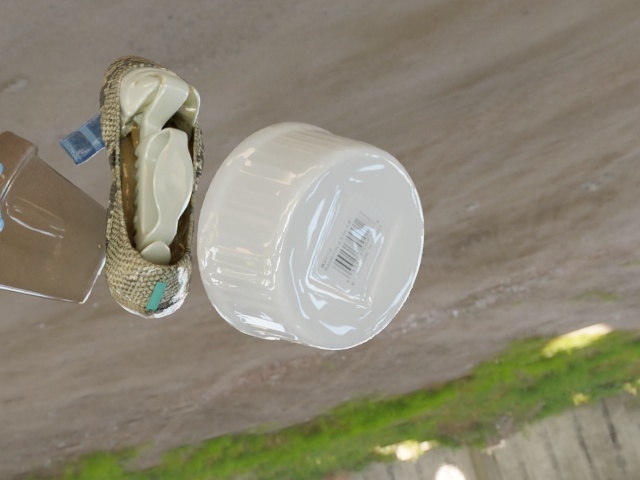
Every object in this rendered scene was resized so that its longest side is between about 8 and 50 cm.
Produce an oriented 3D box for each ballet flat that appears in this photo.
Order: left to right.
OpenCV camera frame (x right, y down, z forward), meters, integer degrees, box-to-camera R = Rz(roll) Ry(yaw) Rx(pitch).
[{"bbox_3d":[-0.237,-0.126,1.450,0.164,0.483,0.182,8,147,-22],"label":"ballet flat"}]

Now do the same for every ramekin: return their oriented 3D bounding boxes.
[{"bbox_3d":[0.000,0.000,1.194,0.277,0.277,0.135,-1,-169,-42],"label":"ramekin"}]

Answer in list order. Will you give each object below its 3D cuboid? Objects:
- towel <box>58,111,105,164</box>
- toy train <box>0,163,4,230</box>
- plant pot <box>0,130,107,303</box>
[{"bbox_3d":[-0.426,-0.196,1.839,0.119,0.067,0.029,-38,156,-12],"label":"towel"},{"bbox_3d":[-0.315,-0.010,0.812,0.080,0.184,0.105,9,-163,2],"label":"toy train"},{"bbox_3d":[-0.450,-0.010,1.559,0.229,0.263,0.263,25,153,-10],"label":"plant pot"}]
